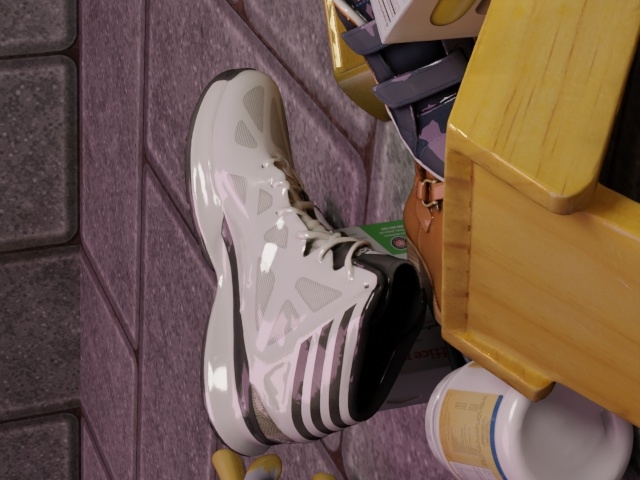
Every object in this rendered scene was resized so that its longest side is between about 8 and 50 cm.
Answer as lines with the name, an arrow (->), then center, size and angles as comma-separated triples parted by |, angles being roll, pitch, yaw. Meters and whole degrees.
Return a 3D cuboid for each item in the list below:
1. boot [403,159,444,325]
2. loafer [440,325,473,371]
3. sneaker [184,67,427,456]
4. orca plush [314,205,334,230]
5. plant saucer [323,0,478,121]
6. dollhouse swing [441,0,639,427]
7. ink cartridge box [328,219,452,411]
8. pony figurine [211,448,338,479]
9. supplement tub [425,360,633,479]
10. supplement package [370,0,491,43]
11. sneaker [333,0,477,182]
boot -> 0.168, -0.026, 1.577 | 0.283, 0.109, 0.220 | -143, 52, -71
loafer -> 0.175, 0.187, 1.637 | 0.076, 0.078, 0.223 | 164, 97, -69
sneaker -> 0.001, 0.001, 1.655 | 0.257, 0.169, 0.447 | -15, 72, 32
orca plush -> 0.022, 0.077, 2.033 | 0.151, 0.102, 0.287 | -41, 58, 11
plant saucer -> 0.077, -0.314, 1.709 | 0.333, 0.081, 0.332 | 171, 91, -69
dollhouse swing -> 0.267, -0.027, 1.237 | 0.347, 0.305, 0.315 | 83, -154, -58
ink cartridge box -> 0.069, 0.089, 1.774 | 0.087, 0.153, 0.208 | 115, 141, -53
pony figurine -> -0.028, 0.467, 1.976 | 0.303, 0.351, 0.363 | -38, 21, 23
supplement tub -> 0.200, 0.185, 1.484 | 0.200, 0.144, 0.144 | 173, 89, -69
supplement package -> 0.155, -0.293, 1.353 | 0.203, 0.194, 0.149 | 129, 130, -63
sneaker -> 0.090, -0.202, 1.503 | 0.126, 0.127, 0.321 | -26, 77, 23
